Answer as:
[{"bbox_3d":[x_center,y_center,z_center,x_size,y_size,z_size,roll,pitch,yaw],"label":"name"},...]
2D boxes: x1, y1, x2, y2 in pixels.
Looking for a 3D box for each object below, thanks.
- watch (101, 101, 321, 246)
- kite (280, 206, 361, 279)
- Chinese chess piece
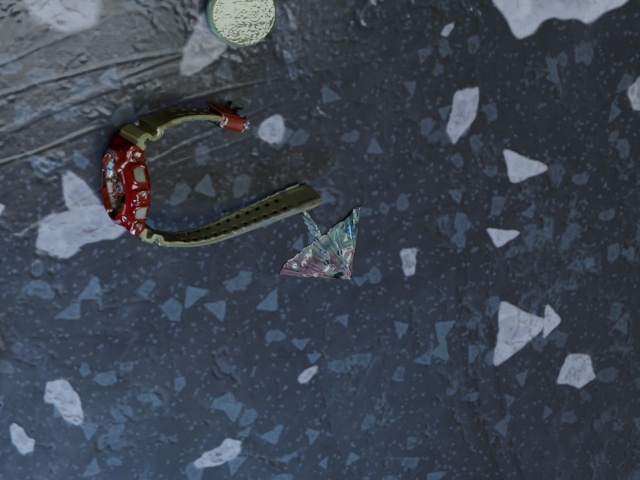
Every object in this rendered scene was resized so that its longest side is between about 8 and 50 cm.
[{"bbox_3d":[-0.132,-0.084,1.561,0.268,0.102,0.165,-18,116,-24],"label":"watch"},{"bbox_3d":[0.000,0.000,1.690,0.139,0.011,0.157,-38,121,-6],"label":"kite"},{"bbox_3d":[-0.094,-0.270,1.523,0.084,0.034,0.084,-8,115,-17],"label":"Chinese chess piece"}]
